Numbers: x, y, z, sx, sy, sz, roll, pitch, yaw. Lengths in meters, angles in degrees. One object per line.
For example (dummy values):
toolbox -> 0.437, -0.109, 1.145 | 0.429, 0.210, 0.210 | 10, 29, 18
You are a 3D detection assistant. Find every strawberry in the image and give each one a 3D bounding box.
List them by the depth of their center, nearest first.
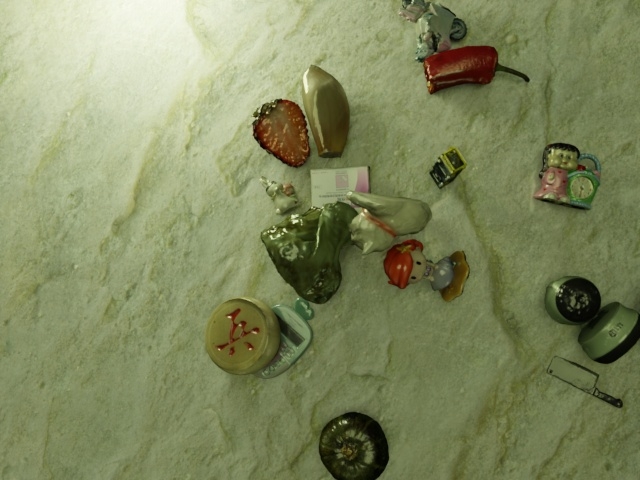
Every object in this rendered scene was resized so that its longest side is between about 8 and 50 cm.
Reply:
strawberry -> -0.131, -0.355, 2.009 | 0.190, 0.111, 0.237 | -33, 106, -10

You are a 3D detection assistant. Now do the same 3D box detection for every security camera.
security camera -> 0.812, 0.220, 1.822 | 0.277, 0.191, 0.197 | 41, 90, 8

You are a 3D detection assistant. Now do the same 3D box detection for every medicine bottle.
medicine bottle -> 0.070, -0.158, 1.990 | 0.200, 0.052, 0.171 | -2, 84, 6

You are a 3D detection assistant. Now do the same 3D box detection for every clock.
clock -> 0.796, -0.207, 1.915 | 0.193, 0.100, 0.196 | 11, 88, 2

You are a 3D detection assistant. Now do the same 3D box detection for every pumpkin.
pumpkin -> 0.104, 0.644, 1.851 | 0.223, 0.157, 0.224 | -5, 76, 20

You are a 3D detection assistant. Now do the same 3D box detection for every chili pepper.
chili pepper -> 0.512, -0.576, 1.958 | 0.337, 0.134, 0.131 | -9, 70, 5

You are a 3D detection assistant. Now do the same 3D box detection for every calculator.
calculator -> -0.133, 0.319, 1.960 | 0.185, 0.041, 0.299 | 40, 90, 7

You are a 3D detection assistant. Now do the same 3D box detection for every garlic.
garlic -> 0.020, -0.423, 1.991 | 0.143, 0.112, 0.319 | -9, 81, -18

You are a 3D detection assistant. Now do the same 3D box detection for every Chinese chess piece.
Chinese chess piece -> -0.247, 0.303, 1.908 | 0.249, 0.103, 0.250 | -6, 75, 21

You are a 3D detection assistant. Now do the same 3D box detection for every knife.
knife -> 0.840, 0.443, 1.881 | 0.245, 0.019, 0.072 | 27, 86, 9

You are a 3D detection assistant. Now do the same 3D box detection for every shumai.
shumai -> 0.000, 0.000, 1.843 | 0.288, 0.330, 0.292 | -34, 58, 11

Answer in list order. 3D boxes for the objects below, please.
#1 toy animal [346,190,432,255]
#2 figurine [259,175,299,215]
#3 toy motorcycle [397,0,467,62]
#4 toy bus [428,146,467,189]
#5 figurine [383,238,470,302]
toy animal -> 0.214, -0.055, 1.848 | 0.265, 0.308, 0.188 | 1, 93, 4
figurine -> -0.136, -0.159, 2.006 | 0.098, 0.081, 0.146 | -18, 74, -41
toy motorcycle -> 0.353, -0.696, 1.993 | 0.239, 0.108, 0.204 | 28, 86, 8
toy bus -> 0.396, -0.221, 1.882 | 0.074, 0.226, 0.081 | -30, 81, -3
figurine -> 0.304, 0.086, 1.864 | 0.256, 0.181, 0.208 | 16, 42, -19
